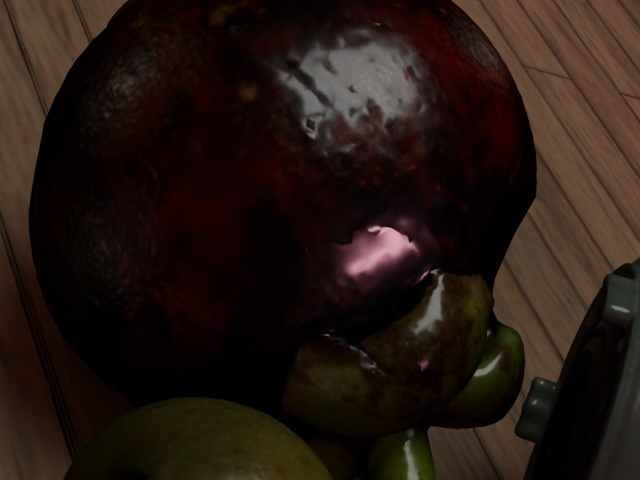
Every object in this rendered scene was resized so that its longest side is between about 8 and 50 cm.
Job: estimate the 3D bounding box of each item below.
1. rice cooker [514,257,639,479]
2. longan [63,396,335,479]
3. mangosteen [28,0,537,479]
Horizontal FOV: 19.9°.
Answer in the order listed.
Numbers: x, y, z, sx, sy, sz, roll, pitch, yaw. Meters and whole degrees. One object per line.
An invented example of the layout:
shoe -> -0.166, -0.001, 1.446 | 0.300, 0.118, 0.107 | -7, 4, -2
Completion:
rice cooker -> 0.262, 0.153, 1.027 | 0.316, 0.317, 0.264 | 33, -2, -1
longan -> -0.053, 0.155, 0.874 | 0.145, 0.176, 0.155 | -8, 59, 7
mangosteen -> -0.015, -0.010, 1.000 | 0.311, 0.311, 0.311 | 24, 31, -15
